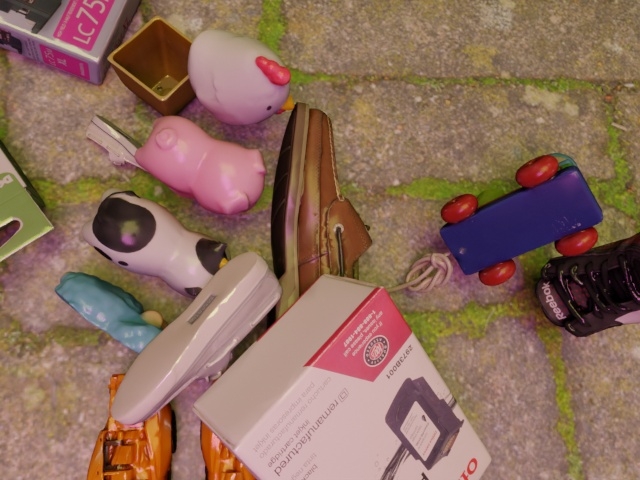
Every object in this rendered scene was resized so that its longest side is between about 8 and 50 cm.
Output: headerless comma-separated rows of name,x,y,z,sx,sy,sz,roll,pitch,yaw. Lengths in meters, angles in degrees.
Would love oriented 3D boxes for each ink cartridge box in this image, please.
ink cartridge box,-0.377,-0.056,0.534,0.109,0.062,0.209,-36,83,-17
ink cartridge box,-0.382,-0.330,0.590,0.311,0.065,0.185,19,71,-12
ink cartridge box,0.032,0.177,0.457,0.172,0.100,0.237,-44,115,-23

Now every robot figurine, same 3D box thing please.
robot figurine,-0.127,0.270,0.468,0.211,0.085,0.290,-2,74,-11

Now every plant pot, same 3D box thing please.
plant pot,-0.184,-0.192,0.595,0.081,0.083,0.081,38,71,3

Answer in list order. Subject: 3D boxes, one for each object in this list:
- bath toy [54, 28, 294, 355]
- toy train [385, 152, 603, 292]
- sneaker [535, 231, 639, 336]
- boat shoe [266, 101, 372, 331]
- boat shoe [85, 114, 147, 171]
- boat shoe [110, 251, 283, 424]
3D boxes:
bath toy,-0.123,-0.057,0.523,0.151,0.129,0.348,33,79,-44
toy train,0.191,-0.018,0.597,0.105,0.248,0.143,57,32,-8
sneaker,0.306,0.048,0.521,0.135,0.276,0.097,-19,78,3
boat shoe,0.000,0.000,0.566,0.105,0.111,0.307,5,83,-12
boat shoe,-0.234,-0.105,0.591,0.100,0.035,0.035,37,99,-1
boat shoe,-0.104,0.094,0.455,0.184,0.066,0.063,-53,123,-24
